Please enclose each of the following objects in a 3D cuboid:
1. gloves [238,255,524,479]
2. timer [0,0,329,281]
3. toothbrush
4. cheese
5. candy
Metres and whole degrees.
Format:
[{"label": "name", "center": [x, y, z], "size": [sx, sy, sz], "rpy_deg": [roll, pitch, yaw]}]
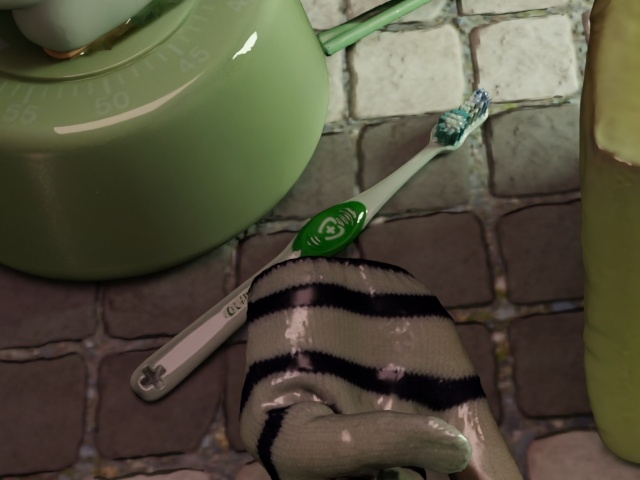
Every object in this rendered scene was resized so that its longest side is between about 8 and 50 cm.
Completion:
[{"label": "gloves", "center": [0.033, 0.118, 0.756], "size": [0.131, 0.140, 0.219], "rpy_deg": [-19, 64, 19]}, {"label": "timer", "center": [-0.158, -0.174, 0.885], "size": [0.291, 0.315, 0.291], "rpy_deg": [-5, 54, 7]}, {"label": "toothbrush", "center": [0.000, 0.001, 0.912], "size": [0.304, 0.030, 0.030], "rpy_deg": [-40, 58, -17]}, {"label": "cheese", "center": [0.208, -0.042, 0.756], "size": [0.124, 0.265, 0.242], "rpy_deg": [11, 56, 19]}, {"label": "candy", "center": [0.115, -0.199, 1.023], "size": [0.262, 0.077, 0.073], "rpy_deg": [-27, 51, -1]}]
